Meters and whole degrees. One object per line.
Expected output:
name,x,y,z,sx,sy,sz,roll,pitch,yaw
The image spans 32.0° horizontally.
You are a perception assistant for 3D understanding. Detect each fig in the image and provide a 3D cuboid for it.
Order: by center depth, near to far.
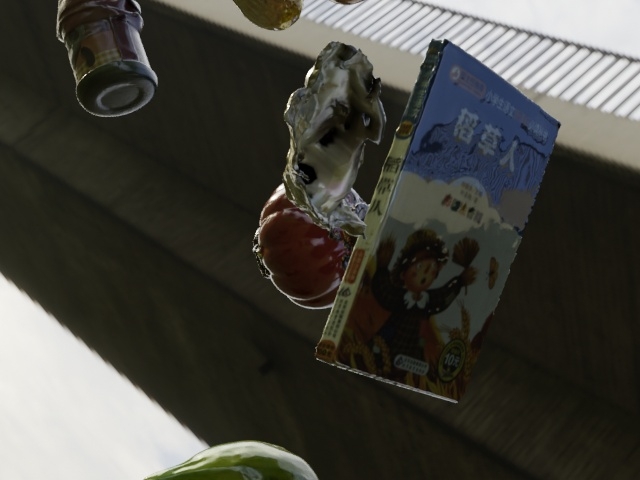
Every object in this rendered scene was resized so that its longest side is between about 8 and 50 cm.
fig,-0.130,0.427,1.805,0.314,0.233,0.233,33,-12,-40

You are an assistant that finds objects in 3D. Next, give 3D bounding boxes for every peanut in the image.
peanut,-0.107,-0.348,1.425,0.206,0.087,0.087,43,-28,3

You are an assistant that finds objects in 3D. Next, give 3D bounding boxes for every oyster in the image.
oyster,-0.004,-0.057,0.760,0.061,0.106,0.200,38,-36,21

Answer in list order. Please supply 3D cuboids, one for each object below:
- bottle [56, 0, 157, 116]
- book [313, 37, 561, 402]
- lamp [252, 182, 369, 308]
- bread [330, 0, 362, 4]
bottle,-0.367,-0.344,1.855,0.143,0.156,0.271,38,29,-64
book,0.166,-0.013,1.472,0.039,0.428,0.300,18,-4,44
lamp,0.000,0.000,1.833,0.227,0.227,0.227,36,-30,25
bread,-0.012,-0.338,1.226,0.092,0.074,0.239,44,5,35
